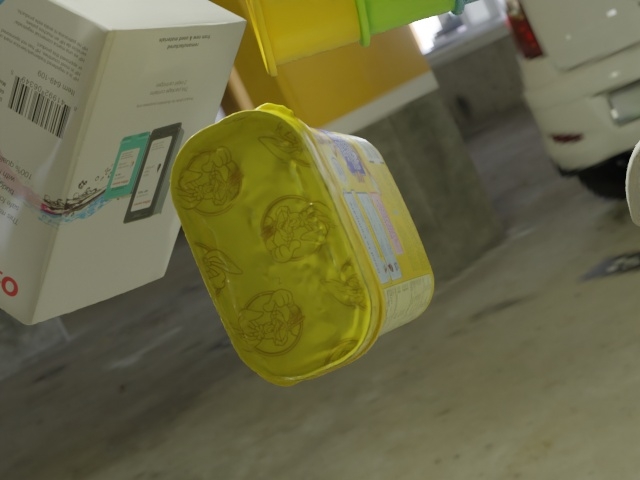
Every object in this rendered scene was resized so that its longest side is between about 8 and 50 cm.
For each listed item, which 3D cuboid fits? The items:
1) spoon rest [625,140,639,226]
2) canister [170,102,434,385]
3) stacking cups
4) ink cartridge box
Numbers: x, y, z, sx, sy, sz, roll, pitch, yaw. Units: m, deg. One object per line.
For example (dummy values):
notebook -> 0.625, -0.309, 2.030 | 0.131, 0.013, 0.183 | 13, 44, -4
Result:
spoon rest -> 0.243, -0.016, 0.499 | 0.137, 0.084, 0.276 | -47, 37, -17
canister -> 0.000, 0.000, 0.618 | 0.073, 0.126, 0.170 | -25, -5, 16
stacking cups -> 0.105, -0.190, 0.759 | 0.316, 0.096, 0.096 | -16, 7, -4
ink cartridge box -> -0.230, -0.103, 1.047 | 0.197, 0.198, 0.270 | -22, -42, -59
